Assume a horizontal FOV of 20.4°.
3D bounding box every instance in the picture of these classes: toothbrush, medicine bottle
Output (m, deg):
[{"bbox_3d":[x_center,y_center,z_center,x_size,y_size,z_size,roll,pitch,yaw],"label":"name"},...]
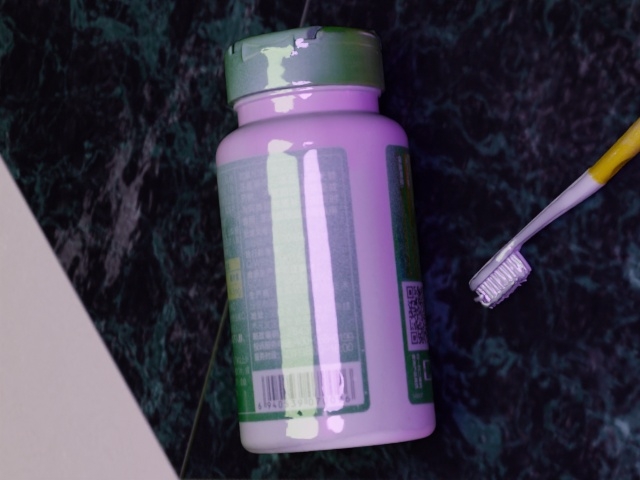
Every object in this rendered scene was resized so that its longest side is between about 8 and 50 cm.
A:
[{"bbox_3d":[0.184,-0.052,1.083,0.024,0.021,0.288,53,125,16],"label":"toothbrush"},{"bbox_3d":[0.000,0.000,1.184,0.133,0.133,0.274,-8,85,44],"label":"medicine bottle"}]
